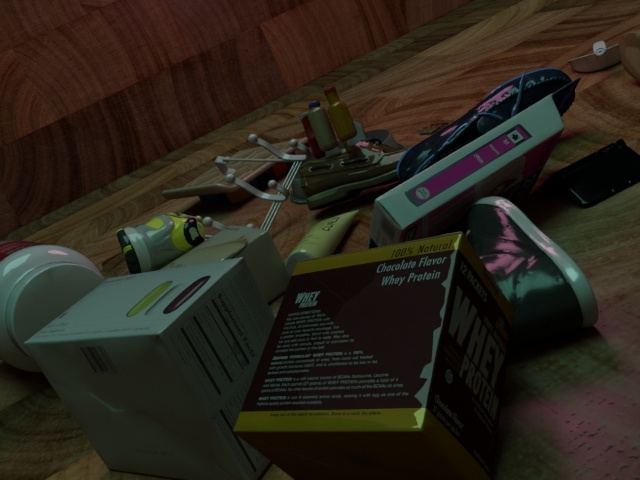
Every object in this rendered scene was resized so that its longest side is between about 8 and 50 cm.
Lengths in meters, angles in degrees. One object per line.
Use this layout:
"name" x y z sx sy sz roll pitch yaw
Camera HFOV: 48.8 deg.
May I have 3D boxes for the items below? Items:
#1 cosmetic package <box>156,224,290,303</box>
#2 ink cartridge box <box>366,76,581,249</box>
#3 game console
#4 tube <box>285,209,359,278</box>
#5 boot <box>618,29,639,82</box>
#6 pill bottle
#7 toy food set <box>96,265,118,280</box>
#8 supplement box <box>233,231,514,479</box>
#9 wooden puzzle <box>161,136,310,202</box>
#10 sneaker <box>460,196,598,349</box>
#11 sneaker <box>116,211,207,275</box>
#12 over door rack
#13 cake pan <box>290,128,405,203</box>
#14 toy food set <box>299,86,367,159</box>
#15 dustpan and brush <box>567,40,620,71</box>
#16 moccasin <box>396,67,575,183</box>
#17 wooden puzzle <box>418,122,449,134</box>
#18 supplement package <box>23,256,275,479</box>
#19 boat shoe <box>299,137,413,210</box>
"cosmetic package" -0.216 0.102 1.152 0.309 0.113 0.160 -36 22 -26
"ink cartridge box" 0.230 -0.084 1.014 0.371 0.069 0.176 -33 -22 -17
"game console" 0.405 -0.090 1.042 0.122 0.071 0.107 -26 -11 -5
"tube" 0.000 0.000 1.239 0.070 0.062 0.240 22 26 7
"boot" 0.696 -0.347 1.248 0.211 0.104 0.295 -21 24 -5
"pill bottle" -0.534 0.118 1.318 0.229 0.229 0.408 -37 22 -30
"toy food set" -0.506 0.090 1.571 0.192 0.038 0.132 13 3 43
"supplement box" 0.058 0.118 0.655 0.191 0.129 0.194 -11 44 35
"wooden puzzle" -0.221 -0.181 1.959 0.348 0.080 0.322 -34 21 -36
"sneaker" 0.185 0.035 0.836 0.147 0.104 0.296 -21 23 -2
"sneaker" -0.290 0.018 1.389 0.147 0.145 0.385 -18 6 -7
"over door rack" -0.192 -0.105 1.542 0.324 0.108 0.239 -2 55 48
"cake pan" 0.053 -0.180 1.643 0.293 0.054 0.293 -23 19 8
"toy food set" 0.025 -0.237 1.466 0.111 0.104 0.232 -21 -2 11
"dustpan and brush" 0.611 -0.405 1.535 0.147 0.060 0.211 -16 21 25
"moccasin" 0.301 -0.171 1.246 0.342 0.138 0.117 -36 21 14
"wooden puzzle" 0.265 -0.265 1.677 0.049 0.006 0.083 -34 21 -23
"supplement package" -0.176 0.152 0.827 0.262 0.204 0.145 -10 24 39
"boat shoe" 0.099 -0.155 1.402 0.307 0.104 0.111 -18 -4 15
